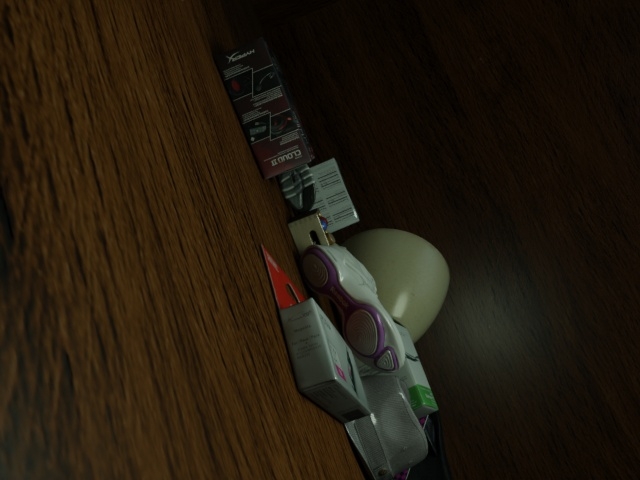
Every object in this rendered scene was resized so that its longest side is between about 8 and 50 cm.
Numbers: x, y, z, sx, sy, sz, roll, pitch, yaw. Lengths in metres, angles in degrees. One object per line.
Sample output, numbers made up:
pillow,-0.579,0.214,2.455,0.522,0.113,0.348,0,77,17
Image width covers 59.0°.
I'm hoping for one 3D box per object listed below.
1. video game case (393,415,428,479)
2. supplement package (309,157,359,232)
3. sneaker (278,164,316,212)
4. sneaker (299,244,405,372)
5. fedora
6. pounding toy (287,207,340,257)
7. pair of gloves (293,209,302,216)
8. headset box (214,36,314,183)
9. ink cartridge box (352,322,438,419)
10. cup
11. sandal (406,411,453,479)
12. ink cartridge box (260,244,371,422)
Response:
video game case,0.208,0.435,1.416,0.210,0.042,0.232,-96,-162,-69
supplement package,0.014,-0.136,1.754,0.194,0.149,0.203,-81,149,-80
sneaker,-0.068,-0.174,1.420,0.132,0.086,0.228,34,34,-86
sneaker,0.090,0.124,1.162,0.152,0.114,0.305,-9,60,-53
fedora,0.127,0.349,1.098,0.243,0.124,0.275,-102,170,-65
pounding toy,0.000,0.000,1.313,0.130,0.100,0.141,-79,148,-80
pair of gloves,-0.017,-0.014,1.533,0.204,0.042,0.240,-92,162,-76
headset box,-0.105,-0.264,1.228,0.218,0.110,0.293,-84,152,-79
ink cartridge box,0.155,0.313,1.296,0.087,0.153,0.208,32,33,-49
cup,0.173,0.168,1.515,0.237,0.331,0.331,-72,145,-49
sandal,0.254,0.537,1.549,0.107,0.167,0.445,43,19,-35
ink cartridge box,-0.002,0.152,0.916,0.275,0.060,0.239,60,11,-60
